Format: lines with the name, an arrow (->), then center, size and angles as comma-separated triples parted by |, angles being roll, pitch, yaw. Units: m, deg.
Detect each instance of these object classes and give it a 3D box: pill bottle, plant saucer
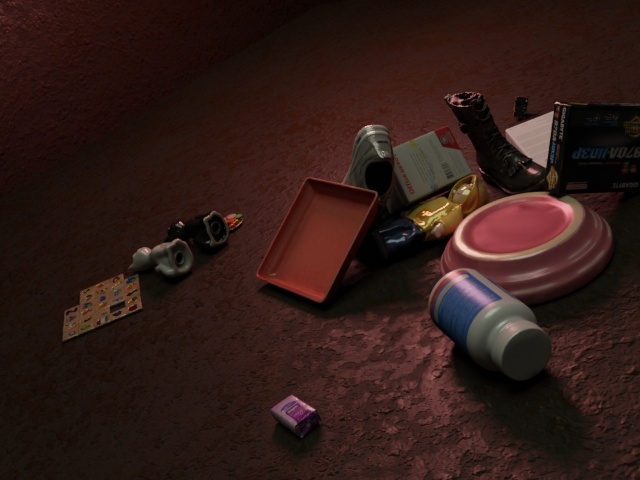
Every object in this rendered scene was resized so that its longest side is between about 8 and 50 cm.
pill bottle -> 0.277, 0.139, 1.423 | 0.124, 0.124, 0.221 | -25, 25, -10
plant saucer -> 0.385, 0.002, 1.660 | 0.331, 0.084, 0.332 | -17, 26, 9
plant saucer -> 0.000, 0.000, 1.871 | 0.258, 0.047, 0.259 | 17, 78, 52

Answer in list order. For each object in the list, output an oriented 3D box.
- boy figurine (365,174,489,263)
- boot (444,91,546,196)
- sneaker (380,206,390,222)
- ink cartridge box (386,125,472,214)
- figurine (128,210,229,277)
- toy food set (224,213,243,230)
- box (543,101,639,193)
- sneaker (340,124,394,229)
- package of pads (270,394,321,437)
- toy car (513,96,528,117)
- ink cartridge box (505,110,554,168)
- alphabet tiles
boy figurine -> 0.237, -0.047, 1.857 | 0.285, 0.092, 0.177 | -26, 21, -4
boot -> 0.383, -0.222, 1.920 | 0.091, 0.229, 0.263 | -38, 27, -13
sneaker -> 0.142, -0.127, 2.066 | 0.101, 0.106, 0.267 | 8, 39, 43
ink cartridge box -> 0.224, -0.157, 1.974 | 0.176, 0.128, 0.127 | -23, -6, -19
figurine -> -0.370, 0.014, 2.203 | 0.209, 0.092, 0.215 | -3, 30, 47
toy food set -> -0.244, -0.046, 2.285 | 0.083, 0.020, 0.082 | 0, 32, 37
box -> 0.550, -0.182, 1.709 | 0.220, 0.175, 0.051 | -2, 17, -24
sneaker -> 0.101, -0.106, 1.879 | 0.105, 0.281, 0.115 | -5, 41, -9
package of pads -> -0.042, 0.294, 1.458 | 0.050, 0.032, 0.083 | -35, 29, -23
toy car -> 0.490, -0.342, 2.292 | 0.121, 0.060, 0.040 | -10, -5, 7
ink cartridge box -> 0.562, -0.212, 2.013 | 0.189, 0.066, 0.232 | -21, 47, -2
alphabet tiles -> -0.534, 0.154, 2.122 | 0.198, 0.009, 0.237 | -23, 25, -4
